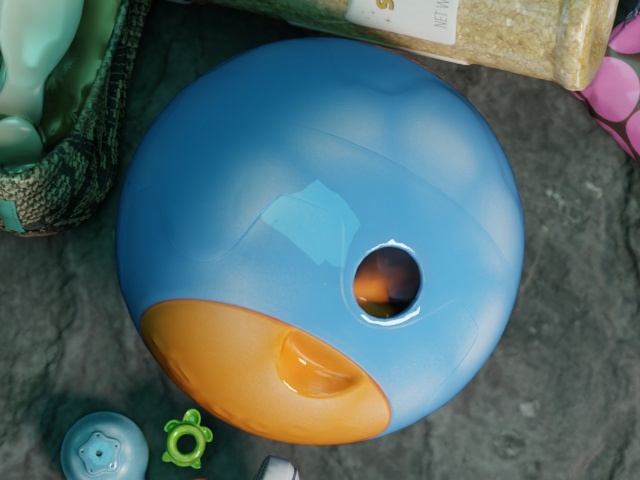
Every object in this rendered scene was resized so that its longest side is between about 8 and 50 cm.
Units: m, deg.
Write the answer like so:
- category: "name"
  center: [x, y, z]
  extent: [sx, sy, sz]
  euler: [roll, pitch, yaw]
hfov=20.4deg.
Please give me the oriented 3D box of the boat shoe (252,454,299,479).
- category: "boat shoe"
  center: [-0.042, 0.274, 1.314]
  extent: [0.076, 0.083, 0.226]
  euler: [18, 91, -6]

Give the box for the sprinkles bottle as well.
- category: "sprinkles bottle"
  center: [0.033, -0.202, 1.273]
  extent: [0.355, 0.121, 0.121]
  euler: [14, 79, 15]

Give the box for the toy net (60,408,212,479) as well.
- category: "toy net"
  center: [-0.138, 0.244, 1.334]
  extent: [0.122, 0.045, 0.232]
  euler: [0, 80, 0]

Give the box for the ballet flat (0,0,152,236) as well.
- category: "ballet flat"
  center: [-0.188, -0.245, 1.361]
  extent: [0.164, 0.182, 0.483]
  euler: [9, 79, 1]

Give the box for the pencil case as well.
- category: "pencil case"
  center: [0.292, -0.084, 1.362]
  extent: [0.098, 0.095, 0.209]
  euler: [-40, 82, -22]

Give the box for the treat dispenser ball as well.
- category: "treat dispenser ball"
  center: [0.000, 0.000, 1.251]
  extent: [0.288, 0.288, 0.288]
  euler: [0, 79, 2]
